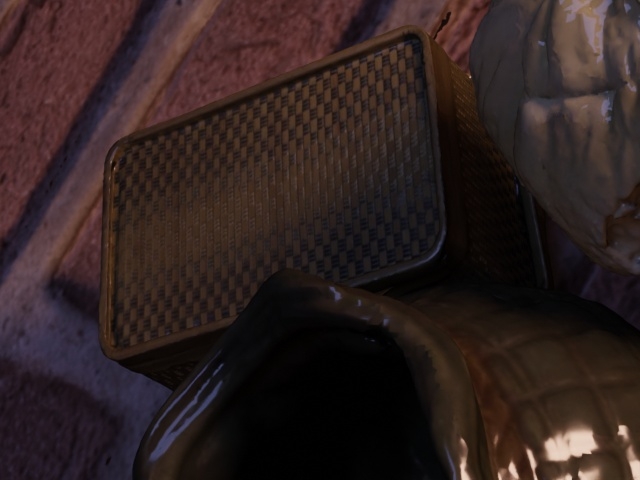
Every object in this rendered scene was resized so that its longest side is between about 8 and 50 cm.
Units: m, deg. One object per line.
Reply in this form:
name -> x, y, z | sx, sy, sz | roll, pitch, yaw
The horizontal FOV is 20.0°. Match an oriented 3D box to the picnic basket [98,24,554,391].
picnic basket -> 0.000, 0.000, 1.099 | 0.267, 0.139, 0.165 | -19, 58, 27

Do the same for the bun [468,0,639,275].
bun -> 0.159, -0.098, 0.839 | 0.220, 0.134, 0.220 | -37, 37, 34

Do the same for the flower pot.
flower pot -> 0.047, 0.159, 0.903 | 0.302, 0.213, 0.301 | -13, 73, 47
